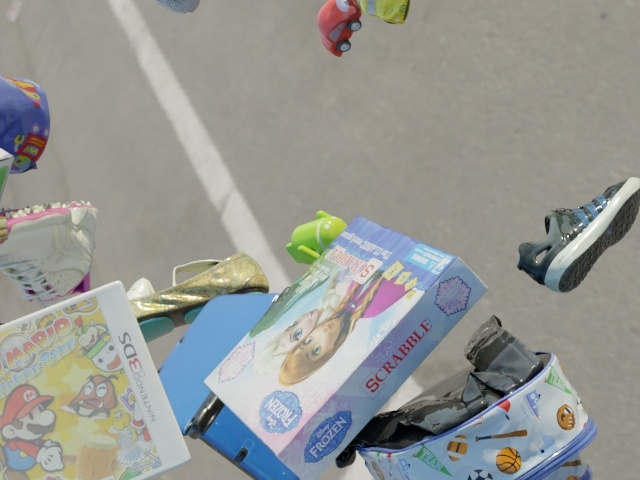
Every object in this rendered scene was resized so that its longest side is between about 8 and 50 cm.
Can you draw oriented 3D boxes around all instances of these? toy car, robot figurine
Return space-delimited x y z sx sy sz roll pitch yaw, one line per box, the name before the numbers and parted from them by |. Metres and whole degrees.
toy car | 0.047 -0.400 2.009 0.239 0.053 0.225 -14 79 62
robot figurine | 0.000 0.000 2.226 0.115 0.067 0.101 -18 29 39

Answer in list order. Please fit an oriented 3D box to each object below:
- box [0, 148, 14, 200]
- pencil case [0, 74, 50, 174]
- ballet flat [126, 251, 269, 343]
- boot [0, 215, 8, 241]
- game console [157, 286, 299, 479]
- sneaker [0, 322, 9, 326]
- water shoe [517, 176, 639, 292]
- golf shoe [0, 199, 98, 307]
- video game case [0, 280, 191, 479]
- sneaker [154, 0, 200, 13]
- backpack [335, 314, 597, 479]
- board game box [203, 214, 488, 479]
box | -0.413 -0.002 1.162 0.231 0.127 0.262 29 113 18
pencil case | -0.452 -0.148 1.638 0.133 0.306 0.119 -43 71 19
ballet flat | -0.265 0.107 2.437 0.123 0.348 0.123 162 90 -81
boot | -0.403 0.072 1.484 0.213 0.077 0.165 -21 83 25
game console | -0.109 0.226 2.085 0.293 0.250 0.173 -55 5 -35
sneaker | -0.522 0.193 2.061 0.315 0.182 0.127 121 159 -64
water shoe | 0.303 -0.022 1.600 0.080 0.203 0.073 28 139 27
golf shoe | -0.361 0.020 1.782 0.115 0.306 0.140 -5 91 14
video game case | -0.276 0.177 1.429 0.026 0.227 0.206 136 113 -79
sneaker | -0.194 -0.255 1.032 0.366 0.210 0.137 -43 -16 -40
backpack | 0.187 0.233 1.587 0.276 0.213 0.263 -36 -4 -13
board game box | 0.020 0.125 1.746 0.318 0.066 0.318 -48 22 -7
